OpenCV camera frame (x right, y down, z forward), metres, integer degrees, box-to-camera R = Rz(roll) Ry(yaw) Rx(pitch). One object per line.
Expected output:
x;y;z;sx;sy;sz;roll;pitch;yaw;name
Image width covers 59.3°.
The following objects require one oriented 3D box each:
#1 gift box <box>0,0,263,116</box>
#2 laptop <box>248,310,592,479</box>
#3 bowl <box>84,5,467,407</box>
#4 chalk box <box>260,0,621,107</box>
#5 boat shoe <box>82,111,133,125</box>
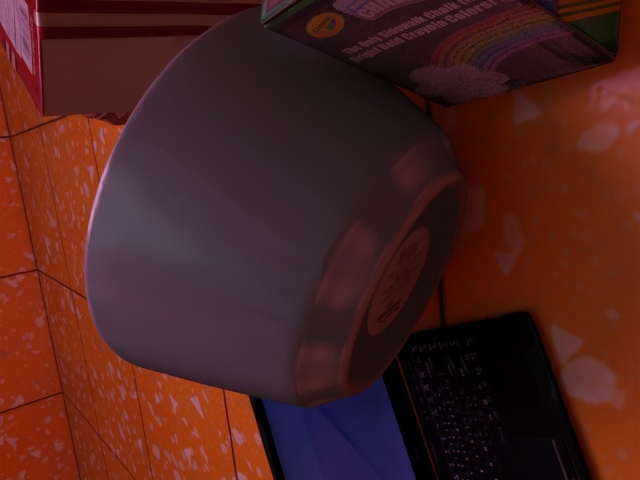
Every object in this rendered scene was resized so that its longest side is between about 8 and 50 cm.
-0.182;-0.265;0.585;0.276;0.258;0.255;52;138;29;gift box
0.081;0.210;0.493;0.264;0.136;0.235;-25;81;54;laptop
0.000;0.000;0.435;0.163;0.311;0.312;27;124;24;bowl
0.053;-0.178;0.311;0.132;0.212;0.132;-1;79;53;chalk box
-0.301;-0.280;0.860;0.324;0.116;0.123;-47;64;50;boat shoe
